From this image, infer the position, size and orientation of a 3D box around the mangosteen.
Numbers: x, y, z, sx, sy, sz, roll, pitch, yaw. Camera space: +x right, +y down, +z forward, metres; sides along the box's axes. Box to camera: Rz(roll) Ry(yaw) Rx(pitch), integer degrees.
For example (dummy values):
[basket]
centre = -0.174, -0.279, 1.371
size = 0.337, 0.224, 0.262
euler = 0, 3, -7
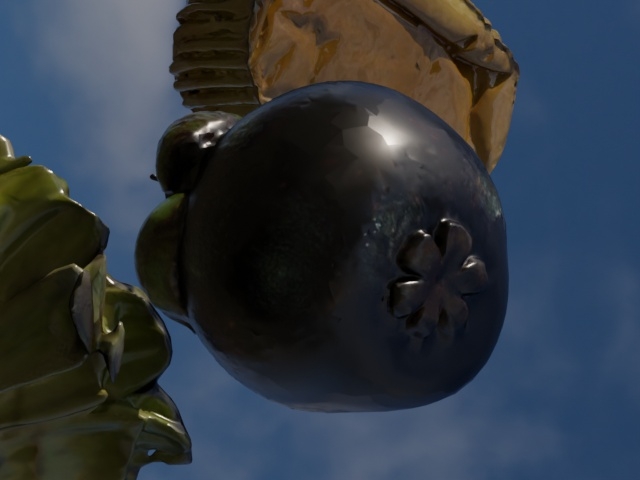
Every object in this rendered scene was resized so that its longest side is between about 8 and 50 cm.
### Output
[mangosteen]
centre = 0.000, 0.000, 1.164
size = 0.243, 0.243, 0.243
euler = -26, -124, 47

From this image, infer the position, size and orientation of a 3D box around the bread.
[bread]
centre = 0.017, -0.147, 1.536
size = 0.156, 0.288, 0.204
euler = 11, -96, 57

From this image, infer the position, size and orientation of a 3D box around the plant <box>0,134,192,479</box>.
[plant]
centre = -0.200, 0.077, 0.880
size = 0.261, 0.297, 0.306
euler = -31, -91, 16
